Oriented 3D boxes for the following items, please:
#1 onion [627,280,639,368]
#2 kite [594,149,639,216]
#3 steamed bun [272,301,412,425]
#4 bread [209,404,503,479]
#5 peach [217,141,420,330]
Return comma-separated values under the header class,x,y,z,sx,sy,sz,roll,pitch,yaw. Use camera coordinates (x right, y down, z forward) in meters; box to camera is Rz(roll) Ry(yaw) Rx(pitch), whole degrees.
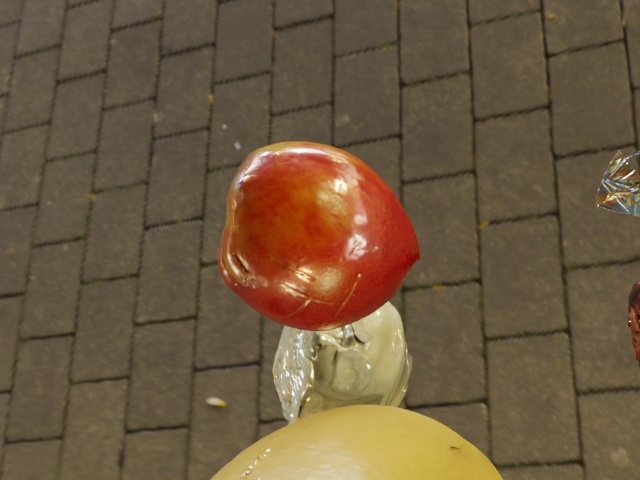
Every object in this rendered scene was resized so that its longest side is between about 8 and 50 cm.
class,x,y,z,sx,sy,sz,roll,pitch,yaw
onion,0.628,0.161,1.491,0.281,0.336,0.260,-8,88,18
kite,0.510,-0.081,1.543,0.160,0.010,0.183,-20,48,-6
steamed bun,0.054,0.241,1.823,0.237,0.394,0.347,3,78,-13
bread,0.017,0.137,0.463,0.147,0.217,0.098,16,102,18
peach,0.000,0.000,0.940,0.197,0.197,0.197,-9,65,21
